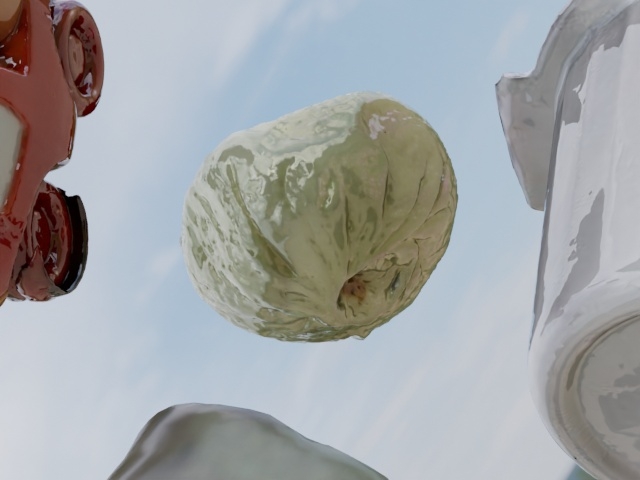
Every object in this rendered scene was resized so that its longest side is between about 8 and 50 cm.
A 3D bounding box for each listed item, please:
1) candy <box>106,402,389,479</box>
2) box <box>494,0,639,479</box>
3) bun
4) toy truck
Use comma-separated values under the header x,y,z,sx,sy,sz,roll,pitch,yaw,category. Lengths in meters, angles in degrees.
x,y,z,sx,sy,sz,roll,pitch,yaw,category
0.023,0.148,0.523,0.104,0.234,0.102,-54,-14,-38,candy
0.219,0.021,0.842,0.262,0.291,0.206,-43,20,46,box
0.000,0.000,1.359,0.243,0.153,0.244,-18,-29,-10,bun
-0.249,-0.089,0.986,0.239,0.189,0.265,52,-141,-65,toy truck
